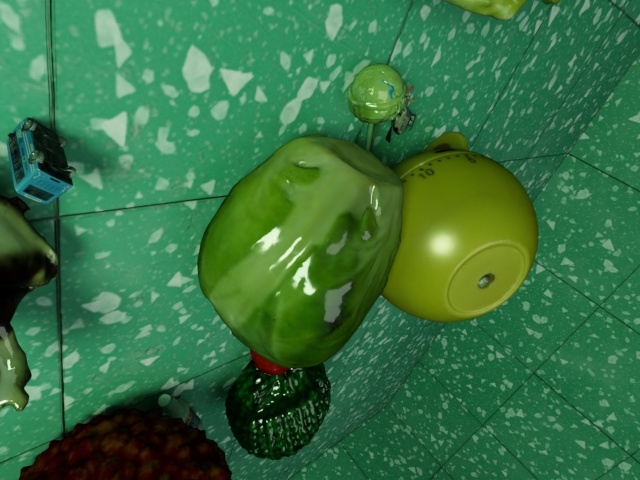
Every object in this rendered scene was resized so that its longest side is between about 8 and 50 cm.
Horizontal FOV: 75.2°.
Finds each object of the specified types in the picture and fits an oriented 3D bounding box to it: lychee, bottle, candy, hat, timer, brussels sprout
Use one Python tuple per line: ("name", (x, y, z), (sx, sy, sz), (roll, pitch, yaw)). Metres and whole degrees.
("lychee", (-0.350, 0.510, 0.716), (0.425, 0.424, 0.500), (-33, 169, -22))
("bottle", (-0.324, 0.399, 0.950), (0.060, 0.060, 0.217), (-33, 146, -22))
("candy", (0.089, -0.174, 0.775), (0.335, 0.093, 0.092), (94, 11, -58))
("hat", (-0.117, 0.340, 1.026), (0.274, 0.243, 0.332), (-47, 135, -48))
("timer", (0.225, -0.030, 0.854), (0.377, 0.387, 0.375), (-8, 122, -13))
("brussels sprout", (-0.025, 0.029, 0.661), (0.315, 0.276, 0.371), (-21, 141, -42))

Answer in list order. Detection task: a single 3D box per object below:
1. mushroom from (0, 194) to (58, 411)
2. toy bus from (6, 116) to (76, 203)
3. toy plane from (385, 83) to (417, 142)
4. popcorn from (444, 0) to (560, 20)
("mushroom", (-0.398, 0.043, 0.373), (0.292, 0.212, 0.217), (60, 31, -48))
("toy bus", (-0.276, -0.079, 0.407), (0.046, 0.083, 0.038), (-37, 151, 8))
("toy plane", (0.160, -0.247, 0.806), (0.049, 0.031, 0.120), (-17, 143, -27))
("popcorn", (0.193, -0.397, 0.429), (0.312, 0.312, 0.312), (-32, 147, -24))
